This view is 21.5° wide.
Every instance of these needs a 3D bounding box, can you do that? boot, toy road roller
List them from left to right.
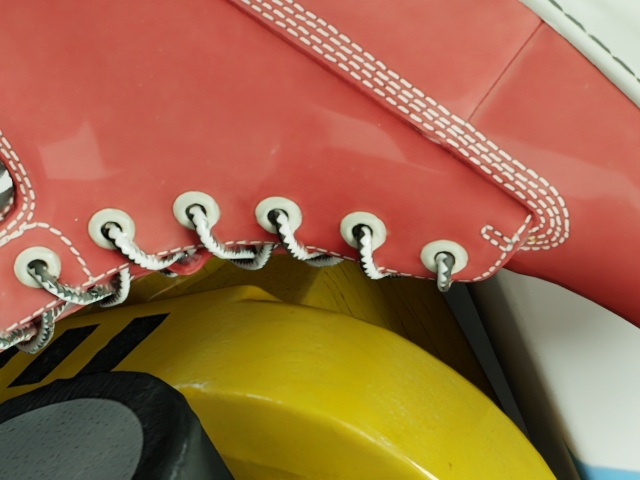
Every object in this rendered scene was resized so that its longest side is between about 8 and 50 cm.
[{"bbox_3d":[-0.075,0.107,0.512,0.329,0.241,0.203,-11,120,33],"label":"toy road roller"},{"bbox_3d":[0.000,0.000,0.367,0.244,0.088,0.176,43,86,6],"label":"boot"}]

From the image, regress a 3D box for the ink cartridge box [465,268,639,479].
[{"bbox_3d":[0.242,-0.031,0.513,0.394,0.166,0.286,-23,101,1],"label":"ink cartridge box"}]
